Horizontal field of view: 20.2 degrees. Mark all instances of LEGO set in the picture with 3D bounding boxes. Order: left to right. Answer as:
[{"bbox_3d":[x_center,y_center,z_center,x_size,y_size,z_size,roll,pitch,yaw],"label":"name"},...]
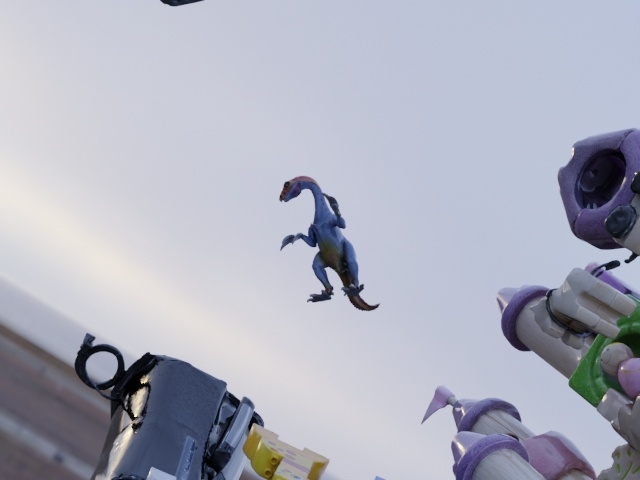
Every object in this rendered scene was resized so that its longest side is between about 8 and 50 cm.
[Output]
[{"bbox_3d":[-0.006,0.181,1.153,0.227,0.087,0.093,23,8,3],"label":"LEGO set"}]

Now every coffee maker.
[{"bbox_3d":[-0.145,0.187,1.472,0.171,0.120,0.178,17,31,0],"label":"coffee maker"}]

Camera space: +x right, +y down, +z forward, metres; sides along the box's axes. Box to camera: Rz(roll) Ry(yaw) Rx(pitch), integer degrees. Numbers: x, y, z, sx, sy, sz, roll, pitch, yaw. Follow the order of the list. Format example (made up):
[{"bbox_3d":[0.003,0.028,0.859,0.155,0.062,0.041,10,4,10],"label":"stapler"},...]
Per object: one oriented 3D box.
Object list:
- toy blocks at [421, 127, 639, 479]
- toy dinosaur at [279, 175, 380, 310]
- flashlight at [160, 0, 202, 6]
[{"bbox_3d":[0.198,0.069,1.307,0.309,0.289,0.260,26,9,-36],"label":"toy blocks"},{"bbox_3d":[0.000,0.000,1.184,0.047,0.082,0.090,-16,-25,11],"label":"toy dinosaur"},{"bbox_3d":[-0.064,-0.329,1.936,0.103,0.103,0.304,44,41,17],"label":"flashlight"}]
